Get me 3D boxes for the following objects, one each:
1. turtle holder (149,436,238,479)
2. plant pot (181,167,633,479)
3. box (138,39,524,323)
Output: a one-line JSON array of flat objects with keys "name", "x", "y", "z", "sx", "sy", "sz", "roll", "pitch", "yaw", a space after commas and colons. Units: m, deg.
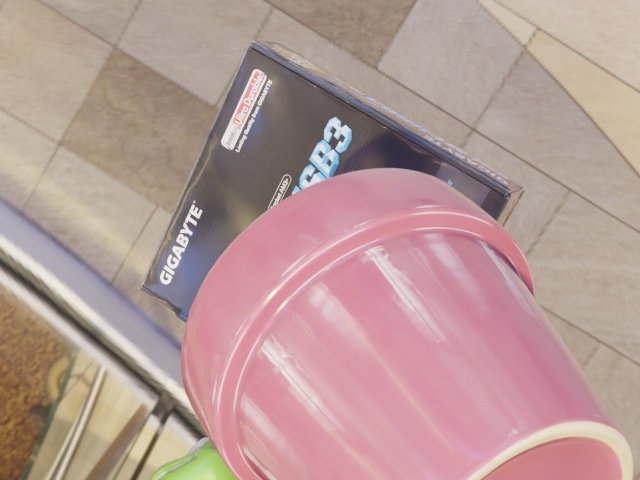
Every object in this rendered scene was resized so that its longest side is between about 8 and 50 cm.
[{"name": "turtle holder", "x": -0.052, "y": 0.305, "z": 0.697, "sx": 0.243, "sy": 0.227, "sz": 0.320, "roll": -38, "pitch": 109, "yaw": 25}, {"name": "plant pot", "x": 0.052, "y": 0.088, "z": 0.539, "sx": 0.201, "sy": 0.180, "sz": 0.201, "roll": -15, "pitch": 126, "yaw": -22}, {"name": "box", "x": 0.000, "y": 0.000, "z": 1.036, "sx": 0.293, "sy": 0.073, "sz": 0.296, "roll": 33, "pitch": 109, "yaw": 14}]
